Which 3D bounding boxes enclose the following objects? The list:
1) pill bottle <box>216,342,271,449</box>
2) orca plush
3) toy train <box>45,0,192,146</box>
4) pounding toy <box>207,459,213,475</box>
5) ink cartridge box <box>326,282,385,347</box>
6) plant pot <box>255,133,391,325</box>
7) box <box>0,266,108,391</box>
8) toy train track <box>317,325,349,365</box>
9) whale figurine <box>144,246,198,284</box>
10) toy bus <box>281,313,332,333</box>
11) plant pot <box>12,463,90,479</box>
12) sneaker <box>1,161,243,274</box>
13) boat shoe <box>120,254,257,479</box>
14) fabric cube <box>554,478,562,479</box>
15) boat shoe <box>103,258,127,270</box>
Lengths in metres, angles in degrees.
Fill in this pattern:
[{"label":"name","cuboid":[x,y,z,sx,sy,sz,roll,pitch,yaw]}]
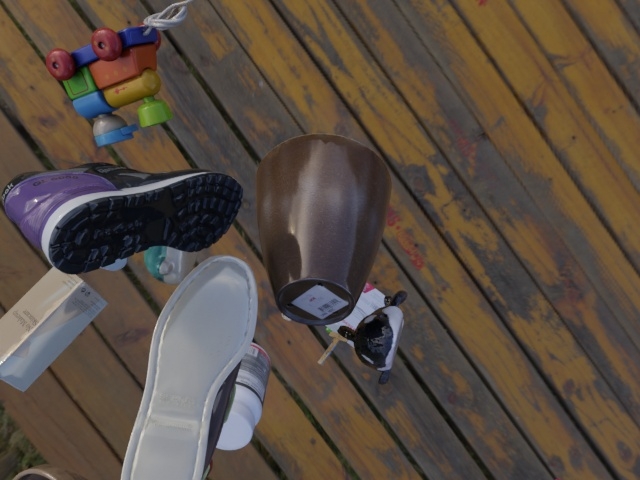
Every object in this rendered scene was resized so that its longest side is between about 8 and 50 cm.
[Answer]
[{"label":"pill bottle","cuboid":[-0.230,0.417,1.681,0.161,0.283,0.161,2,118,3]},{"label":"orca plush","cuboid":[0.083,0.138,1.026,0.102,0.287,0.151,13,105,10]},{"label":"toy train","cuboid":[-0.237,-0.219,0.835,0.248,0.105,0.143,-10,108,27]},{"label":"pounding toy","cuboid":[-0.175,0.408,0.949,0.237,0.110,0.183,22,124,24]},{"label":"ink cartridge box","cuboid":[0.094,0.186,1.596,0.109,0.063,0.150,39,60,-11]},{"label":"plant pot","cuboid":[0.000,0.000,0.904,0.215,0.215,0.230,9,48,-7]},{"label":"box","cuboid":[-0.743,0.226,1.649,0.148,0.121,0.311,25,66,35]},{"label":"toy train track","cuboid":[0.025,0.185,1.080,0.083,0.048,0.014,-50,125,-21]},{"label":"whale figurine","cuboid":[-0.438,0.005,1.773,0.141,0.272,0.216,14,51,6]},{"label":"toy bus","cuboid":[0.013,0.178,1.801,0.202,0.104,0.191,16,71,9]},{"label":"plant pot","cuboid":[-0.455,0.511,1.116,0.237,0.110,0.237,2,94,30]},{"label":"sneaker","cuboid":[-0.210,-0.053,0.702,0.124,0.283,0.107,33,112,25]},{"label":"boat shoe","cuboid":[-0.156,0.175,0.762,0.117,0.096,0.324,14,64,-4]},{"label":"fabric cube","cuboid":[0.350,0.530,0.841,0.254,0.258,0.259,-35,83,-5]},{"label":"boat shoe","cuboid":[-0.441,0.001,1.123,0.183,0.083,0.065,28,90,-23]}]
